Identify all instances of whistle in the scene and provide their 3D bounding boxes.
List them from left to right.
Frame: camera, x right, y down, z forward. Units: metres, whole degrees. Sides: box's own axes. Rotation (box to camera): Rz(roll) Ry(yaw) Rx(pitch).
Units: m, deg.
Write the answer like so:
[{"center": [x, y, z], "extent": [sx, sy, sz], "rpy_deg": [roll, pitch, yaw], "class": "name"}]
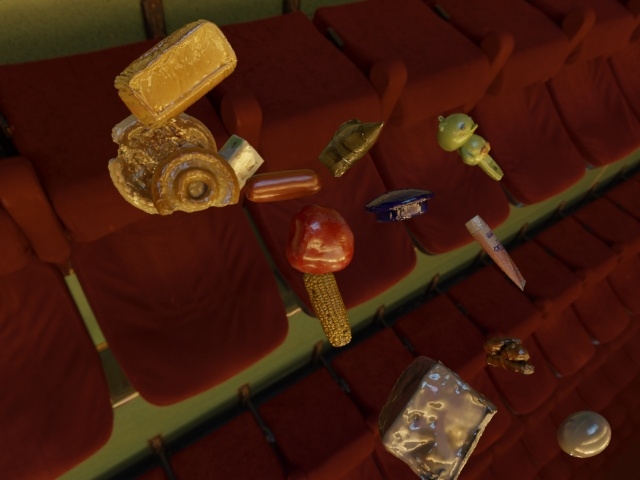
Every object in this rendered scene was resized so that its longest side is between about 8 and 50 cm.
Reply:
[{"center": [0.519, -0.330, 1.542], "extent": [0.141, 0.294, 0.141], "rpy_deg": [-54, 173, -9], "class": "whistle"}]

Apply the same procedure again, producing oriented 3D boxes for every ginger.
[{"center": [0.560, 0.333, 1.349], "extent": [0.073, 0.103, 0.162], "rpy_deg": [-28, -166, -27], "class": "ginger"}]

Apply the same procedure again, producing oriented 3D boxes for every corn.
[{"center": [0.024, 0.225, 1.636], "extent": [0.119, 0.322, 0.119], "rpy_deg": [-19, -179, 0], "class": "corn"}]

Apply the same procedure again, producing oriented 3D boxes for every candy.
[{"center": [0.190, 0.309, 0.787], "extent": [0.185, 0.137, 0.195], "rpy_deg": [-56, 172, -5], "class": "candy"}]

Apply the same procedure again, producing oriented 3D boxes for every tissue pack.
[{"center": [-0.377, -0.303, 1.853], "extent": [0.229, 0.145, 0.159], "rpy_deg": [-54, 147, -6], "class": "tissue pack"}]

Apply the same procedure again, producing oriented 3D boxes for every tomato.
[{"center": [0.000, 0.000, 1.134], "extent": [0.187, 0.187, 0.151], "rpy_deg": [-41, 180, 3], "class": "tomato"}]

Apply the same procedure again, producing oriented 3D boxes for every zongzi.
[{"center": [0.142, -0.369, 1.542], "extent": [0.274, 0.125, 0.251], "rpy_deg": [-36, -162, 41], "class": "zongzi"}]

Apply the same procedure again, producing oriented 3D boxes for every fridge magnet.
[{"center": [0.293, -0.135, 1.682], "extent": [0.265, 0.113, 0.265], "rpy_deg": [-14, -172, 2], "class": "fridge magnet"}]

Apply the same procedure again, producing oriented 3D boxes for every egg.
[{"center": [0.683, 0.503, 1.176], "extent": [0.135, 0.103, 0.103], "rpy_deg": [-36, 152, 5], "class": "egg"}]

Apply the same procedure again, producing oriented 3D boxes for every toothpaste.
[{"center": [0.412, 0.028, 1.055], "extent": [0.043, 0.194, 0.067], "rpy_deg": [-41, 173, 31], "class": "toothpaste"}]

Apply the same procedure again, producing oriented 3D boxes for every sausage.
[{"center": [-0.091, -0.139, 1.141], "extent": [0.197, 0.076, 0.076], "rpy_deg": [-10, 145, -13], "class": "sausage"}]

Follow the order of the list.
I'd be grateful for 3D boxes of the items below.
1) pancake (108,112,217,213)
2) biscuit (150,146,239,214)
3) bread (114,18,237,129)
[{"center": [-0.545, -0.273, 1.572], "extent": [0.382, 0.071, 0.382], "rpy_deg": [-9, 106, -33], "class": "pancake"}, {"center": [-0.398, -0.189, 1.423], "extent": [0.274, 0.213, 0.091], "rpy_deg": [-18, 180, -20], "class": "biscuit"}, {"center": [-0.336, -0.397, 1.078], "extent": [0.288, 0.119, 0.152], "rpy_deg": [-44, 125, -12], "class": "bread"}]
